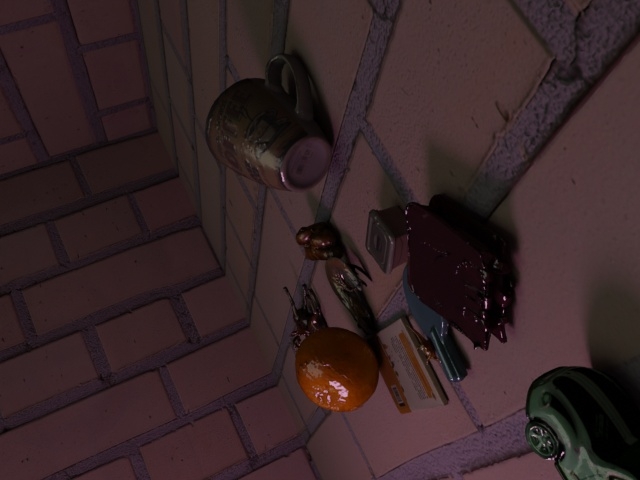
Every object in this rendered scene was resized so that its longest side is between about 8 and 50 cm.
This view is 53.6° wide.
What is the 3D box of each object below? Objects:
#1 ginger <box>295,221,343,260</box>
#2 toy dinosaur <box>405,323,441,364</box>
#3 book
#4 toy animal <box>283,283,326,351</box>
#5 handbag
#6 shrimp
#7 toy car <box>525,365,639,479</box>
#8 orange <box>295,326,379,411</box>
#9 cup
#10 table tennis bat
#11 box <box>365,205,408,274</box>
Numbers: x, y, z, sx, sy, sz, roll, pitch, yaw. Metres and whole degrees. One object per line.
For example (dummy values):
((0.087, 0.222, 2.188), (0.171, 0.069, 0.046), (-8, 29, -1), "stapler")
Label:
((0.000, 0.000, 1.622), (0.162, 0.073, 0.103), (0, 128, 57), "ginger")
((0.215, 0.220, 1.318), (0.113, 0.026, 0.041), (47, 147, 29), "toy dinosaur")
((0.193, 0.302, 1.490), (0.208, 0.020, 0.295), (65, 162, 12), "book")
((-0.050, 0.270, 2.053), (0.243, 0.087, 0.260), (-150, 44, -65), "toy animal")
((0.224, 0.046, 1.022), (0.216, 0.074, 0.203), (41, 148, 51), "handbag")
((0.087, 0.130, 1.544), (0.219, 0.046, 0.152), (59, 153, 0), "shrimp")
((0.378, 0.288, 0.765), (0.305, 0.136, 0.125), (64, 149, 17), "toy car")
((0.042, 0.320, 1.587), (0.219, 0.193, 0.219), (19, 123, 32), "orange")
((-0.085, -0.258, 1.425), (0.257, 0.227, 0.301), (35, 115, 38), "cup")
((0.218, 0.157, 1.227), (0.153, 0.040, 0.244), (115, 135, -67), "table tennis bat")
((0.136, -0.004, 1.231), (0.089, 0.062, 0.122), (56, 159, 34), "box")
